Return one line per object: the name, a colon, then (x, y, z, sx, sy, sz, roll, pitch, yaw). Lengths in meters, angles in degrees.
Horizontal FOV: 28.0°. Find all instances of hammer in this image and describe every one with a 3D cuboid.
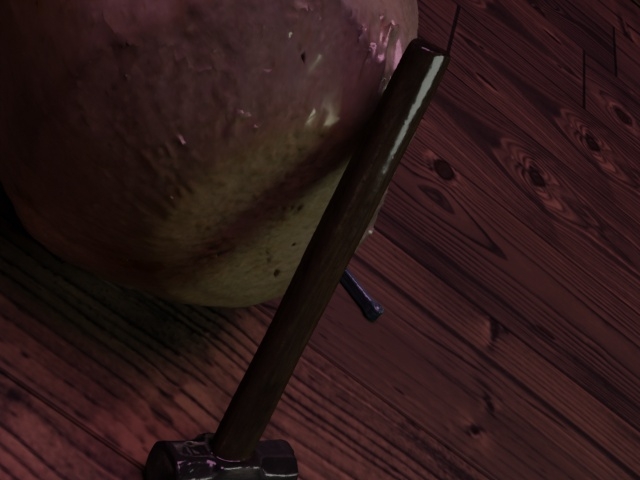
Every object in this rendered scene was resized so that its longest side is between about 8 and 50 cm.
hammer: (-0.003, 0.033, 0.872, 0.111, 0.365, 0.043, 9, 27, -40)

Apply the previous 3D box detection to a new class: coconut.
coconut: (-0.098, -0.168, 0.991, 0.344, 0.415, 0.415, -3, 51, -30)

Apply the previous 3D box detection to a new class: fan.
fan: (0.000, 0.000, 1.260, 0.193, 0.016, 0.038, 52, 29, 15)
